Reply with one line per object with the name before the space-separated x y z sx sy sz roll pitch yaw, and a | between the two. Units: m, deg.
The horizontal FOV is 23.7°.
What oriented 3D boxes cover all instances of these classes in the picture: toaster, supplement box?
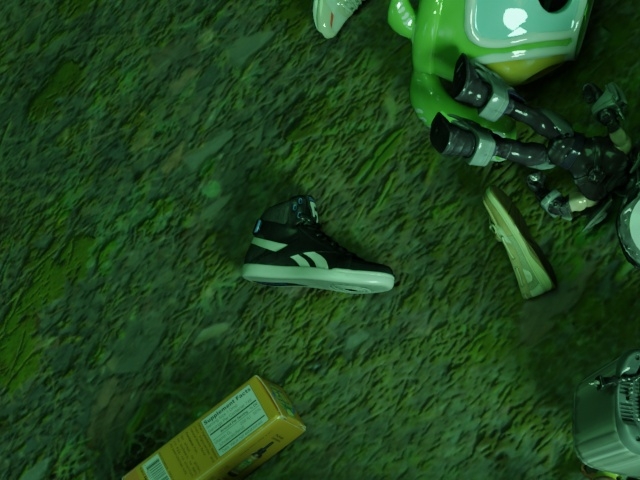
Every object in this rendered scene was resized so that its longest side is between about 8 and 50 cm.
toaster | 0.374 0.196 1.681 0.227 0.146 0.129 8 70 -15
supplement box | -0.137 0.274 1.966 0.233 0.078 0.080 -36 60 10

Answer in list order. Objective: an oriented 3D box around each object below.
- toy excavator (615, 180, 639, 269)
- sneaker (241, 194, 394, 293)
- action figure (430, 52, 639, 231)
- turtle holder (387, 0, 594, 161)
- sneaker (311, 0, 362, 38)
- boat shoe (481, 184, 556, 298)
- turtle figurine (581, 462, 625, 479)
toy excavator | 0.477 -0.151 1.668 0.433 0.222 0.445 38 95 11
sneaker | 0.000 0.000 1.987 0.217 0.079 0.121 4 77 27
action figure | 0.280 -0.118 1.829 0.099 0.285 0.185 -100 34 -64
turtle holder | 0.213 -0.283 1.892 0.227 0.243 0.320 15 70 11
sneaker | 0.047 -0.349 2.089 0.075 0.057 0.161 17 78 34
boat shoe | 0.233 0.004 1.859 0.048 0.153 0.056 -27 21 21
turtle figurine | 0.303 0.352 1.733 0.217 0.087 0.269 41 93 29
